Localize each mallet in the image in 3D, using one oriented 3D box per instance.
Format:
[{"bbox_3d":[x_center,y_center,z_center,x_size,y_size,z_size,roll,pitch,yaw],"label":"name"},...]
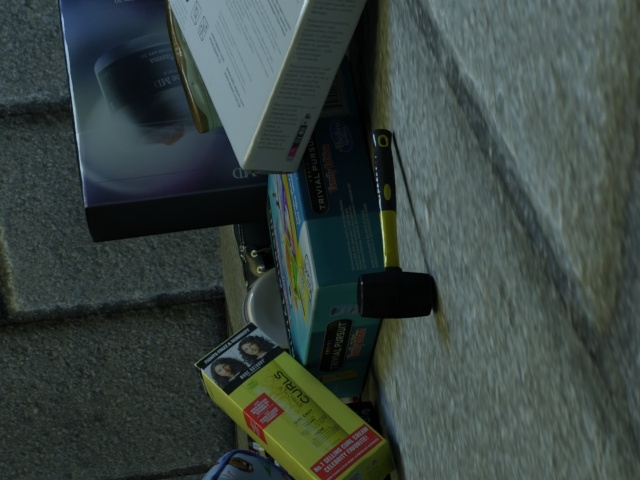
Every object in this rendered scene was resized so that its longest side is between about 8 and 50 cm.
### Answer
[{"bbox_3d":[0.067,-0.016,1.221,0.039,0.062,0.189,97,179,-56],"label":"mallet"}]

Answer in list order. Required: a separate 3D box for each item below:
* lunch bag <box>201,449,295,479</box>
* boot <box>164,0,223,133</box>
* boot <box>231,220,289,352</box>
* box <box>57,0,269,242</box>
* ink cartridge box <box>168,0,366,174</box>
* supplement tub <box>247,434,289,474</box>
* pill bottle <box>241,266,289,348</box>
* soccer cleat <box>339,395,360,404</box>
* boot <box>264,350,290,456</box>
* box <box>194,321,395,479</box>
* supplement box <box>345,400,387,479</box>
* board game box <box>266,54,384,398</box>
[{"bbox_3d":[-0.065,0.384,1.662,0.115,0.243,0.303,-52,1,20],"label":"lunch bag"},{"bbox_3d":[-0.090,-0.238,1.674,0.077,0.165,0.213,97,158,-70],"label":"boot"},{"bbox_3d":[-0.065,0.054,2.089,0.178,0.085,0.236,-116,14,-62],"label":"boot"},{"bbox_3d":[-0.162,-0.173,1.792,0.183,0.296,0.294,114,147,-76],"label":"box"},{"bbox_3d":[-0.046,-0.290,1.377,0.330,0.071,0.324,-64,36,37],"label":"ink cartridge box"},{"bbox_3d":[-0.041,0.296,1.988,0.117,0.117,0.190,-151,54,-81],"label":"supplement tub"},{"bbox_3d":[-0.048,0.090,1.889,0.180,0.108,0.107,145,118,-82],"label":"pill bottle"},{"bbox_3d":[0.028,0.205,1.688,0.029,0.036,0.083,-105,11,-45],"label":"soccer cleat"},{"bbox_3d":[-0.014,0.208,1.853,0.219,0.106,0.082,-84,-11,-64],"label":"boot"},{"bbox_3d":[-0.030,0.186,1.516,0.232,0.087,0.058,40,157,37],"label":"box"},{"bbox_3d":[0.040,0.310,1.557,0.130,0.073,0.239,94,168,-61],"label":"supplement box"},{"bbox_3d":[0.000,0.000,1.546,0.336,0.079,0.253,99,162,-64],"label":"board game box"}]
